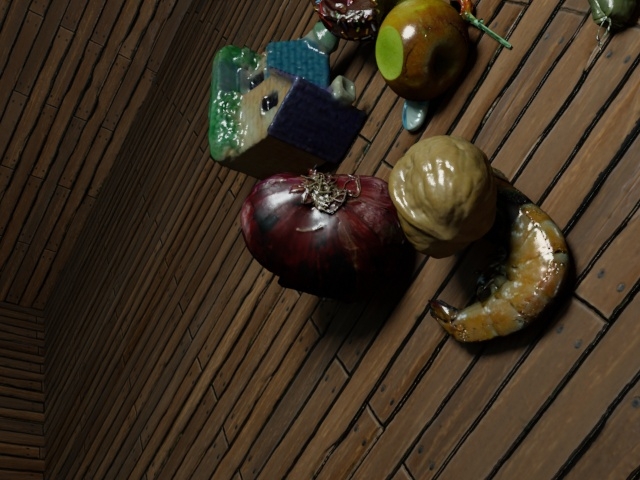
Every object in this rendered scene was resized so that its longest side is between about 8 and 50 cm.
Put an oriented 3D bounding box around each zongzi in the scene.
[{"bbox_3d":[0.382,-0.326,0.847,0.130,0.062,0.154,180,93,-77],"label":"zongzi"}]

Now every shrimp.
[{"bbox_3d":[0.222,0.016,0.861,0.222,0.054,0.290,-50,36,28],"label":"shrimp"}]

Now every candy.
[{"bbox_3d":[0.270,-0.366,1.031,0.185,0.049,0.056,-122,28,-42],"label":"candy"}]

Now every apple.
[{"bbox_3d":[0.173,-0.331,1.043,0.147,0.146,0.163,49,146,43],"label":"apple"}]

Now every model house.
[{"bbox_3d":[-0.059,-0.310,1.284,0.280,0.245,0.313,-22,58,41],"label":"model house"}]

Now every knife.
[{"bbox_3d":[0.177,-0.301,1.127,0.064,0.031,0.222,-25,51,51],"label":"knife"}]

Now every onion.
[{"bbox_3d":[0.002,-0.012,1.000,0.281,0.280,0.221,-37,40,39],"label":"onion"}]

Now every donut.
[{"bbox_3d":[0.091,-0.484,1.216,0.216,0.096,0.230,24,64,31],"label":"donut"}]

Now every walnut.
[{"bbox_3d":[0.163,-0.062,0.810,0.166,0.149,0.167,-168,90,-84],"label":"walnut"}]
